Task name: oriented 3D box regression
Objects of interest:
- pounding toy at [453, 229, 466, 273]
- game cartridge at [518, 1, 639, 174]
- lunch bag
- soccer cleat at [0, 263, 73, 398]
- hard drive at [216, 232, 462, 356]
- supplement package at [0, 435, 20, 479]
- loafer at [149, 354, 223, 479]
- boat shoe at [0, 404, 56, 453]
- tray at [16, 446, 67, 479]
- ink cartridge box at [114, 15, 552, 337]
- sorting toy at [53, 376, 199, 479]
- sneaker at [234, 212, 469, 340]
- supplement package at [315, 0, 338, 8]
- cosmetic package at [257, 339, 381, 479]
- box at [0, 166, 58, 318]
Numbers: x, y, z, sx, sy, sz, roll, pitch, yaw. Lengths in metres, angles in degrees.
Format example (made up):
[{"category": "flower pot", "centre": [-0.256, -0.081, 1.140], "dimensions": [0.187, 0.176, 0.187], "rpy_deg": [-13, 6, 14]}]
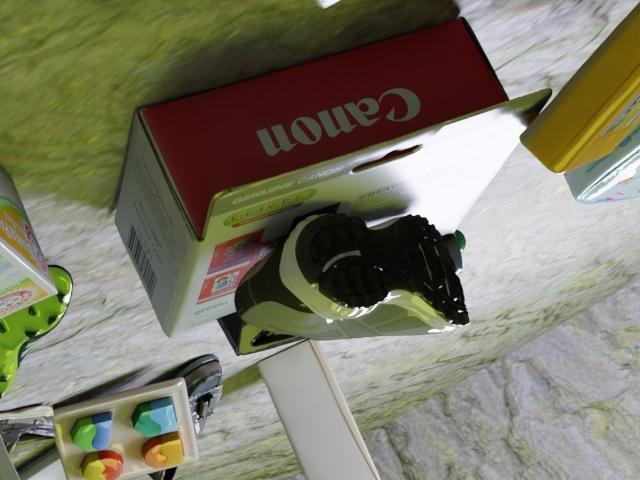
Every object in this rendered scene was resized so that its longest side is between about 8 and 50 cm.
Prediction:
[{"category": "pounding toy", "centre": [0.127, -0.005, 1.571], "dimensions": [0.141, 0.100, 0.130], "rpy_deg": [-16, 165, 4]}, {"category": "game cartridge", "centre": [0.320, -0.195, 1.065], "dimensions": [0.323, 0.052, 0.285], "rpy_deg": [-48, 170, 21]}, {"category": "lunch bag", "centre": [0.418, -0.152, 1.485], "dimensions": [0.224, 0.108, 0.279], "rpy_deg": [-8, 156, -35]}, {"category": "soccer cleat", "centre": [-0.298, 0.081, 1.231], "dimensions": [0.060, 0.072, 0.179], "rpy_deg": [27, 117, -21]}, {"category": "hard drive", "centre": [0.000, 0.000, 1.224], "dimensions": [0.255, 0.172, 0.054], "rpy_deg": [-19, 150, -22]}, {"category": "supplement package", "centre": [-0.338, 0.235, 1.089], "dimensions": [0.139, 0.244, 0.134], "rpy_deg": [-19, 166, -27]}, {"category": "loafer", "centre": [-0.202, 0.274, 1.882], "dimensions": [0.096, 0.084, 0.267], "rpy_deg": [-15, 152, -42]}, {"category": "boat shoe", "centre": [-0.406, 0.250, 1.612], "dimensions": [0.152, 0.049, 0.056], "rpy_deg": [-12, 160, -40]}, {"category": "tray", "centre": [-0.381, 0.332, 1.962], "dimensions": [0.270, 0.030, 0.145], "rpy_deg": [-34, 162, 27]}, {"category": "ink cartridge box", "centre": [0.002, -0.069, 1.061], "dimensions": [0.309, 0.130, 0.272], "rpy_deg": [-19, 161, -23]}, {"category": "sorting toy", "centre": [-0.274, 0.284, 1.774], "dimensions": [0.193, 0.038, 0.208], "rpy_deg": [-13, 138, -10]}, {"category": "sneaker", "centre": [0.034, 0.037, 1.056], "dimensions": [0.108, 0.100, 0.271], "rpy_deg": [-28, 158, 32]}, {"category": "supplement package", "centre": [0.043, -0.223, 0.663], "dimensions": [0.179, 0.105, 0.105], "rpy_deg": [-29, 164, 10]}, {"category": "cosmetic package", "centre": [0.011, 0.328, 2.038], "dimensions": [0.113, 0.309, 0.160], "rpy_deg": [-25, 165, -2]}, {"category": "box", "centre": [-0.275, -0.007, 0.875], "dimensions": [0.114, 0.103, 0.203], "rpy_deg": [-24, 165, -4]}]
